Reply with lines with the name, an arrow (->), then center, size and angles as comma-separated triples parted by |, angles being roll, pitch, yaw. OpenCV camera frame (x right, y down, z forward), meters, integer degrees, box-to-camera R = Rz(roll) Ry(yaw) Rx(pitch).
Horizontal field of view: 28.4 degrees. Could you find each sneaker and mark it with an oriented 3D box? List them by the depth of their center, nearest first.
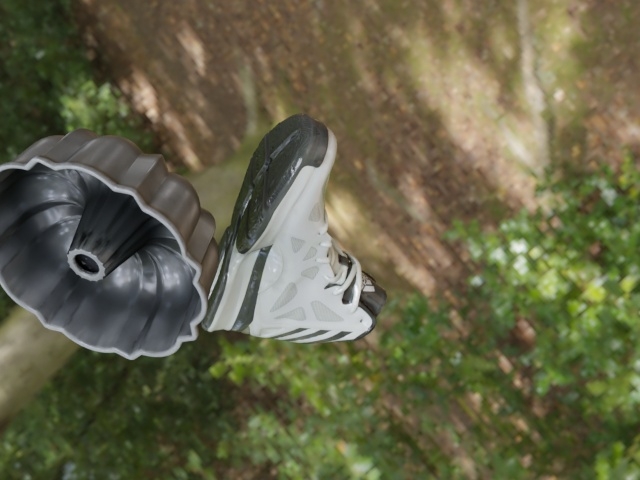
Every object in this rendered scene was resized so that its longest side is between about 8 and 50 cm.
sneaker -> 0.000, -0.001, 1.876 | 0.447, 0.257, 0.169 | 119, 159, -47

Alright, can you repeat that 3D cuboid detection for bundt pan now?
bundt pan -> -0.270, -0.006, 1.617 | 0.330, 0.124, 0.331 | 14, 134, 15
